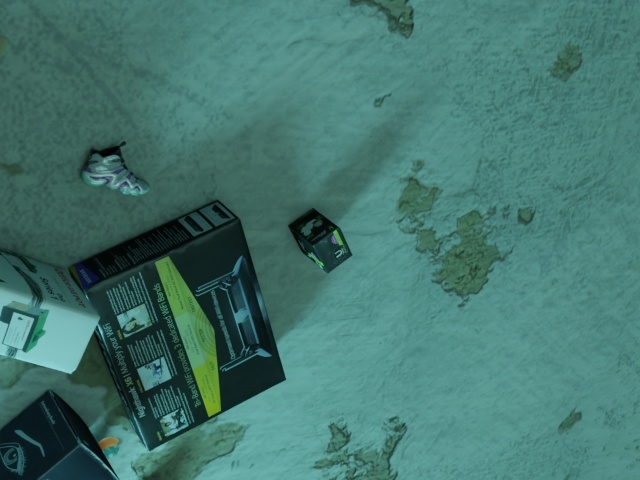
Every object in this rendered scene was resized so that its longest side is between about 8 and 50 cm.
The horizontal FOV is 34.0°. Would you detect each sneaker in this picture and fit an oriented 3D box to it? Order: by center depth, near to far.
[{"bbox_3d":[-0.270,-0.101,1.422,0.098,0.038,0.069,10,108,-35],"label":"sneaker"}]

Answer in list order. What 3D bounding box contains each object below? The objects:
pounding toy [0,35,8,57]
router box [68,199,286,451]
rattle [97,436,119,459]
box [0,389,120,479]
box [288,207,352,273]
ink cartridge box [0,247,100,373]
[{"bbox_3d":[-0.468,-0.203,1.230,0.130,0.100,0.141,24,88,-37],"label":"pounding toy"},{"bbox_3d":[-0.203,0.128,1.547,0.243,0.081,0.309,-25,124,-19],"label":"router box"},{"bbox_3d":[-0.402,0.372,1.579,0.130,0.143,0.199,20,86,-68],"label":"rattle"},{"bbox_3d":[-0.411,0.342,1.480,0.207,0.153,0.108,-39,127,-9],"label":"box"},{"bbox_3d":[0.000,0.000,1.605,0.052,0.083,0.062,-36,126,-12],"label":"box"},{"bbox_3d":[-0.415,0.074,1.344,0.219,0.160,0.092,22,100,-38],"label":"ink cartridge box"}]
